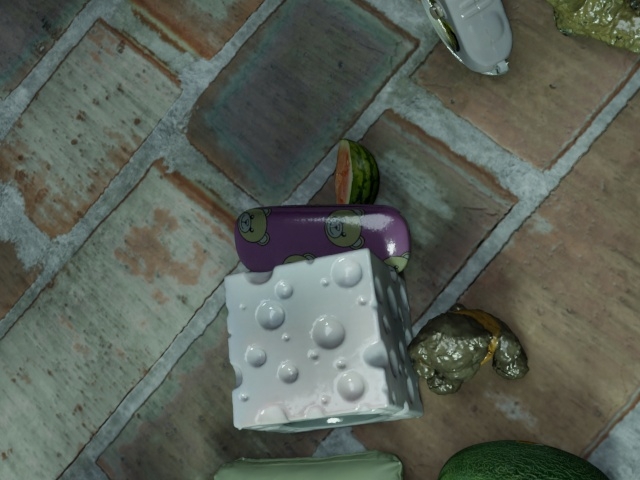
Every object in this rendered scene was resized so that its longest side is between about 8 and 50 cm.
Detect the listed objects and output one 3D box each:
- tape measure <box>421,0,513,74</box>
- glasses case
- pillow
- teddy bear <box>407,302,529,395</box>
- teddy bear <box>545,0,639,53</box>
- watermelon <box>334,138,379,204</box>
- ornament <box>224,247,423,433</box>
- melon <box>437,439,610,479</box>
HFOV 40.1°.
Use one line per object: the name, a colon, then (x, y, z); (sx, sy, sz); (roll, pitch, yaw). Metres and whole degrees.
tape measure: (0.239, -0.390, 1.475); (0.120, 0.236, 0.197); (-32, 41, 3)
glasses case: (0.000, 0.000, 1.510); (0.317, 0.076, 0.123); (1, 108, 19)
pillow: (-0.016, 0.465, 1.384); (0.322, 0.120, 0.255); (-7, 75, 16)
teddy bear: (0.216, 0.161, 1.348); (0.177, 0.190, 0.140); (-15, 78, 20)
teddy bear: (0.474, -0.454, 1.442); (0.267, 0.156, 0.256); (26, 85, -17)
watermelon: (0.071, -0.110, 1.550); (0.069, 0.087, 0.163); (6, 78, -18)
ornament: (0.010, 0.171, 1.389); (0.240, 0.239, 0.239); (-11, 72, 16)
melon: (0.308, 0.383, 1.262); (0.288, 0.182, 0.182); (8, 79, 22)
